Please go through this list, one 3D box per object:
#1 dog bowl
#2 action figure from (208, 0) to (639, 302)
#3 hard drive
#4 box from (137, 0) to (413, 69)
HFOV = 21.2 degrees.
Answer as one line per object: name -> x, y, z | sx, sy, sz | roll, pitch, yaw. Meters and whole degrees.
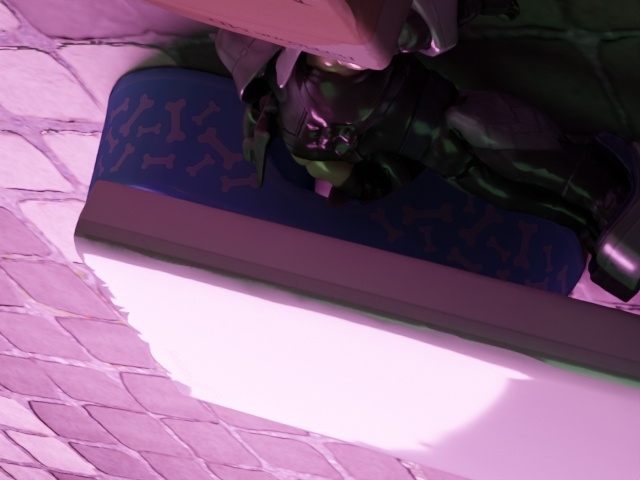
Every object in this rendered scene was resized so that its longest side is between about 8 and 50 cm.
dog bowl -> 0.000, 0.000, 0.990 | 0.297, 0.074, 0.166 | 19, 153, 8
action figure -> 0.071, -0.051, 0.821 | 0.285, 0.099, 0.185 | 26, 161, 2
hard drive -> 0.062, 0.073, 0.925 | 0.353, 0.047, 0.233 | 15, 158, 19
box -> -0.043, -0.152, 0.548 | 0.148, 0.121, 0.311 | 17, 179, 11
